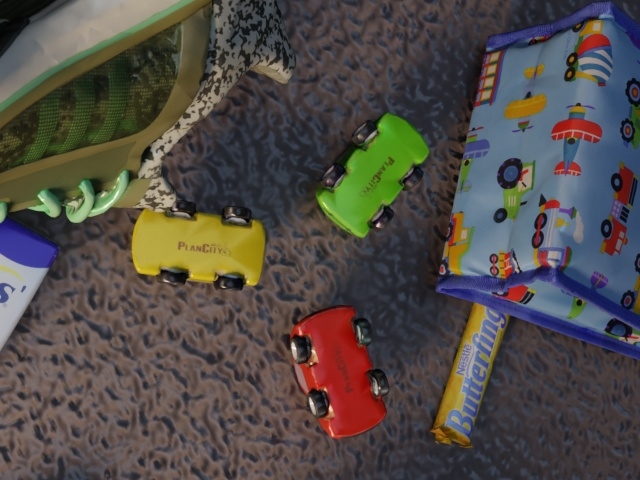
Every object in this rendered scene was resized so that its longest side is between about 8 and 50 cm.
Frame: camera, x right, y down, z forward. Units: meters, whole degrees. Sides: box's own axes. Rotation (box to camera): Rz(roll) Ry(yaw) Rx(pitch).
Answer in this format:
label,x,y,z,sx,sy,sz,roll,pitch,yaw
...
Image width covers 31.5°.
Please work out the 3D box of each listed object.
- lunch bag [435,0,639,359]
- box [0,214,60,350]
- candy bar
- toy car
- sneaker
label,x,y,z,sx,sy,sz,roll,pitch,yaw
lunch bag,0.261,-0.023,0.927,0.293,0.138,0.221,21,75,-31
box,-0.267,0.032,0.767,0.126,0.072,0.137,31,78,-15
candy bar,0.129,0.091,0.921,0.040,0.018,0.161,23,80,-15
toy car,0.000,0.000,0.866,0.239,0.053,0.225,41,76,-12
sneaker,-0.160,-0.062,0.711,0.410,0.158,0.182,-40,124,-15
